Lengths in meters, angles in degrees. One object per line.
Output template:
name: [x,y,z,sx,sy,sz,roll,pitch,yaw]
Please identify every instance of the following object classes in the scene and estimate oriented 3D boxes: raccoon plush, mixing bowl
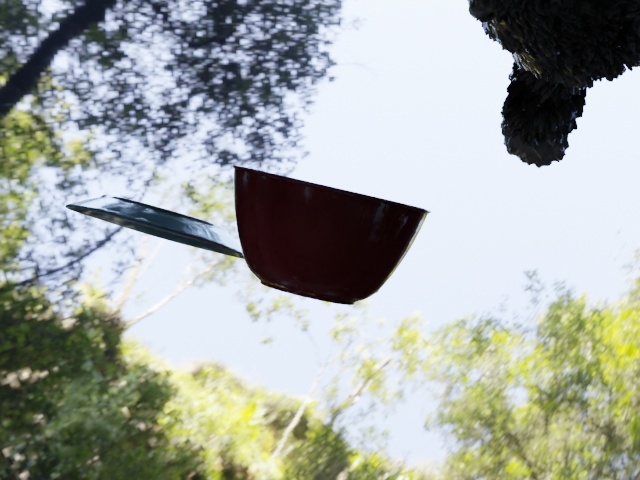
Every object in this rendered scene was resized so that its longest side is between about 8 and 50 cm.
raccoon plush: [0.142,-0.189,0.981,0.216,0.299,0.446,-116,-157,-43]
mixing bowl: [0.000,0.000,1.010,0.181,0.181,0.098,13,-88,20]

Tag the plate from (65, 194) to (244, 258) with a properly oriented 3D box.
plate: [-0.154,-0.017,1.119,0.188,0.188,0.024,13,-95,20]
